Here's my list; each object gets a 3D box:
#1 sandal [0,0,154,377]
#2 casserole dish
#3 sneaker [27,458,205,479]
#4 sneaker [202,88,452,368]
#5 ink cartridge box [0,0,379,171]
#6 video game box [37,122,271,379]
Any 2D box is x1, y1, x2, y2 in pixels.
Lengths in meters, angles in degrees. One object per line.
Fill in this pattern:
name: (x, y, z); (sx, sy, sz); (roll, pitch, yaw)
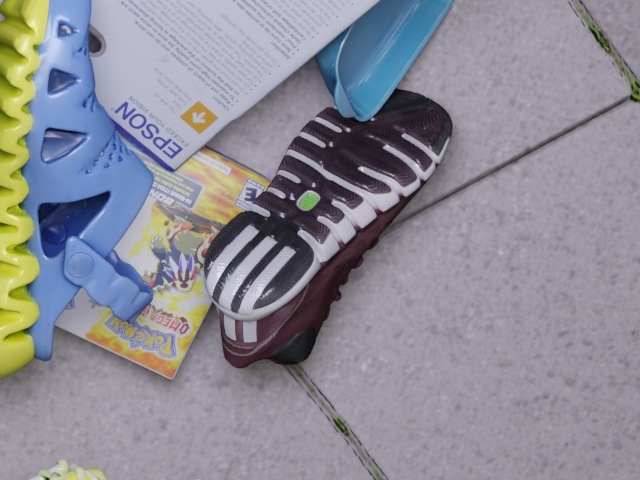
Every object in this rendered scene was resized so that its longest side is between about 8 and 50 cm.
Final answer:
sandal: (-0.192, -0.050, 1.469); (0.138, 0.126, 0.317); (-1, 115, -16)
casserole dish: (0.052, -0.185, 1.567); (0.188, 0.037, 0.114); (-56, 151, -17)
sneaker: (-0.246, 0.246, 1.561); (0.385, 0.145, 0.147); (10, 89, -27)
sneaker: (0.000, 0.000, 1.601); (0.281, 0.106, 0.162); (-42, 154, -32)
ink cartridge box: (-0.114, -0.255, 1.441); (0.330, 0.071, 0.324); (-37, 116, 27)
video game box: (-0.170, -0.012, 1.571); (0.205, 0.048, 0.187); (26, 94, -18)
